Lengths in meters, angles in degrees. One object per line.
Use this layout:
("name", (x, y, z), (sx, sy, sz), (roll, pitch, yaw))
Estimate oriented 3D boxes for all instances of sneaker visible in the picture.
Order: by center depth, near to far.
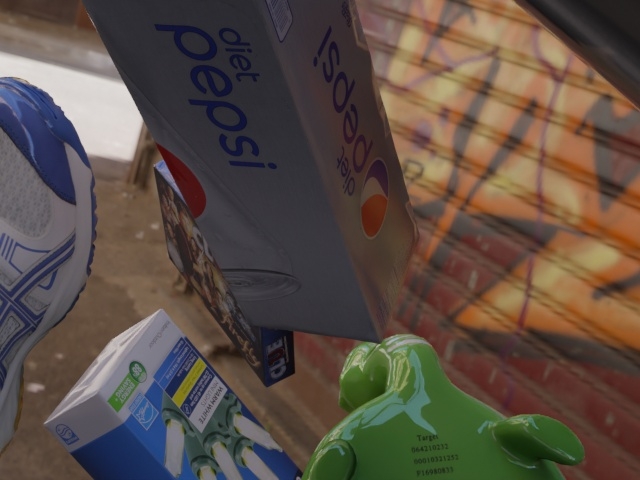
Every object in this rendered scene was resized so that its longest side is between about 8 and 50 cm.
("sneaker", (-0.228, 0.047, 0.645), (0.111, 0.297, 0.131), (25, 20, 17))

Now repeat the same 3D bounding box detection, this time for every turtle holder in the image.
("turtle holder", (0.064, 0.239, 0.847), (0.243, 0.227, 0.320), (-28, 69, -27))

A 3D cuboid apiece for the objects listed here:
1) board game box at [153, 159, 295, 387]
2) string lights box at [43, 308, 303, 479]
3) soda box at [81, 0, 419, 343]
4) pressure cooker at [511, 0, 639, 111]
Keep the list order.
("board game box", (-0.112, 0.031, 1.235), (0.042, 0.165, 0.243), (-25, 51, -22))
("string lights box", (-0.107, 0.204, 0.943), (0.260, 0.076, 0.133), (51, 31, -13))
("soda box", (-0.024, -0.059, 0.593), (0.098, 0.091, 0.286), (7, -35, 22))
("pressure cooker", (0.277, -0.147, 0.391), (0.420, 0.375, 0.370), (40, 8, 1))
